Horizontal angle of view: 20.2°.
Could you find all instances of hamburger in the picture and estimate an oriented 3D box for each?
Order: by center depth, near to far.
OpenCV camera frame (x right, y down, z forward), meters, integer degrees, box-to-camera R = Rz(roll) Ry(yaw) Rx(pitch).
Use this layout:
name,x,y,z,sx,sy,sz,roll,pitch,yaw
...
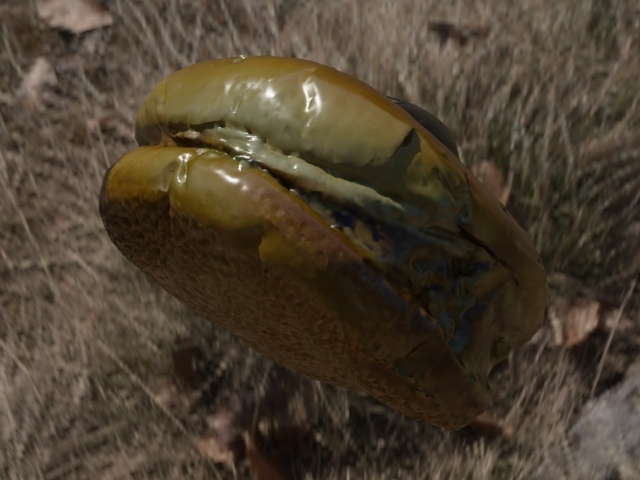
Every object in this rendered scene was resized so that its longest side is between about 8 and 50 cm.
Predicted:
name,x,y,z,sx,sy,sz,roll,pitch,yaw
hamburger,0.000,0.000,1.218,0.314,0.290,0.170,17,67,46

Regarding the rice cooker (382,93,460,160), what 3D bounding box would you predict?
name,x,y,z,sx,sy,sz,roll,pitch,yaw
rice cooker,0.008,-0.030,1.699,0.224,0.267,0.267,20,68,24
